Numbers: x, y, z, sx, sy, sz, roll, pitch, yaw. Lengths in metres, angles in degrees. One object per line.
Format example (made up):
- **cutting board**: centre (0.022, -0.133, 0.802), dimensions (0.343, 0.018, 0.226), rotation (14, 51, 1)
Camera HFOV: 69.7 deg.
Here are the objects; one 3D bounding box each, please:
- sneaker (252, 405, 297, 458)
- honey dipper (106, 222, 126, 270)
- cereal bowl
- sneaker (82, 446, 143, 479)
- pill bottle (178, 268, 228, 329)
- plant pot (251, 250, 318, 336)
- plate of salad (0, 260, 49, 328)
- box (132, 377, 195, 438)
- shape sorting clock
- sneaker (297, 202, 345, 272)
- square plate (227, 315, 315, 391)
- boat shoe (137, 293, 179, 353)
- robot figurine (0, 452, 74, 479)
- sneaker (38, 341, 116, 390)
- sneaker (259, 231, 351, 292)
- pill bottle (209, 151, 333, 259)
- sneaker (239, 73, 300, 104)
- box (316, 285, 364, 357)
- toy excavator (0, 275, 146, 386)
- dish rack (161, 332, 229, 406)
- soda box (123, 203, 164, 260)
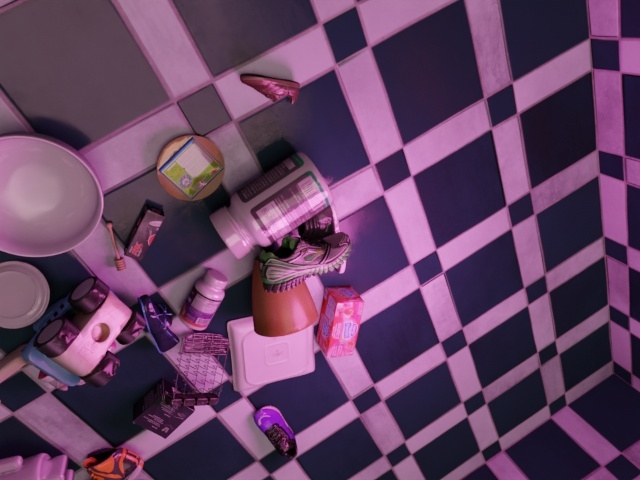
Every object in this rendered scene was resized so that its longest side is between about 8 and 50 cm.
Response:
- **sneaker**: centre (-0.175, 0.825, 1.951), dimensions (0.102, 0.146, 0.293), rotation (-35, 123, -4)
- **honey dipper**: centre (-0.643, 0.019, 1.438), dimensions (0.030, 0.030, 0.161), rotation (-14, 115, -17)
- **cereal bowl**: centre (-0.770, -0.132, 1.242), dimensions (0.338, 0.141, 0.339), rotation (-9, 117, -19)
- **sneaker**: centre (-0.848, 0.903, 1.734), dimensions (0.321, 0.124, 0.180), rotation (-45, 119, -10)
- **pill bottle**: centre (-0.397, 0.201, 1.580), dimensions (0.108, 0.108, 0.194), rotation (25, 102, -30)
- **plant pot**: centre (-0.145, 0.173, 1.622), dimensions (0.237, 0.237, 0.255), rotation (-15, 105, -16)
- **plate of salad**: centre (-0.905, 0.160, 1.363), dimensions (0.199, 0.048, 0.200), rotation (0, 90, -9)
- **box**: centre (-0.584, 0.626, 1.714), dimensions (0.158, 0.093, 0.156), rotation (-43, 122, 0)
- **shape sorting clock**: centre (-0.397, -0.222, 1.416), dimensions (0.206, 0.040, 0.206), rotation (-10, 115, -22)
- **sneaker**: centre (0.000, 0.000, 1.659), dimensions (0.146, 0.104, 0.296), rotation (-19, 114, -12)
- **square plate**: centre (-0.180, 0.435, 1.820), dimensions (0.346, 0.049, 0.344), rotation (-10, 118, -19)
- **boat shoe**: centre (-0.549, 0.271, 1.569), dimensions (0.088, 0.109, 0.258), rotation (-22, 137, -20)
- **robot figurine**: centre (-1.046, 0.863, 1.569), dimensions (0.353, 0.200, 0.300), rotation (-15, 109, -16)
- **sneaker**: centre (-0.788, 0.409, 1.528), dimensions (0.252, 0.103, 0.111), rotation (-26, 126, -2)
- **sneaker**: centre (-0.042, 0.043, 1.498), dimensions (0.343, 0.134, 0.147), rotation (-24, 111, -30)
- **pill bottle**: centre (-0.158, -0.109, 1.475), dimensions (0.361, 0.204, 0.204), rotation (-34, 122, -4)
- **sneaker**: centre (-0.153, -0.457, 1.391), dimensions (0.188, 0.066, 0.071), rotation (2, 114, -23)
- **box**: centre (0.075, 0.322, 1.826), dimensions (0.122, 0.128, 0.257), rotation (0, 113, -23)
- **toy excavator**: centre (-0.828, 0.332, 1.410), dimensions (0.222, 0.444, 0.433), rotation (55, 47, -36)
- **dish rack**: centre (-0.444, 0.471, 1.679), dimensions (0.208, 0.074, 0.272), rotation (15, 83, -41)
- **soda box**: centre (-0.552, -0.024, 1.438), dimensions (0.060, 0.053, 0.169), rotation (25, 103, -30)
